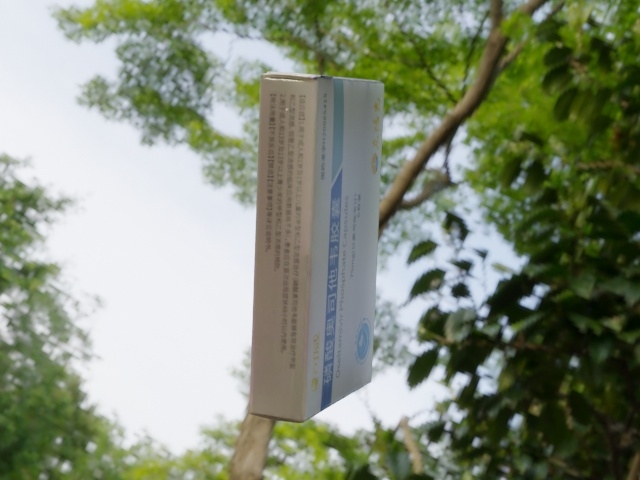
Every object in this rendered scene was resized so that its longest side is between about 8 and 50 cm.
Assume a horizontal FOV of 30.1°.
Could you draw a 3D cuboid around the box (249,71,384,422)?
[{"bbox_3d":[0.000,0.000,1.243,0.065,0.343,0.200,5,7,22],"label":"box"}]
